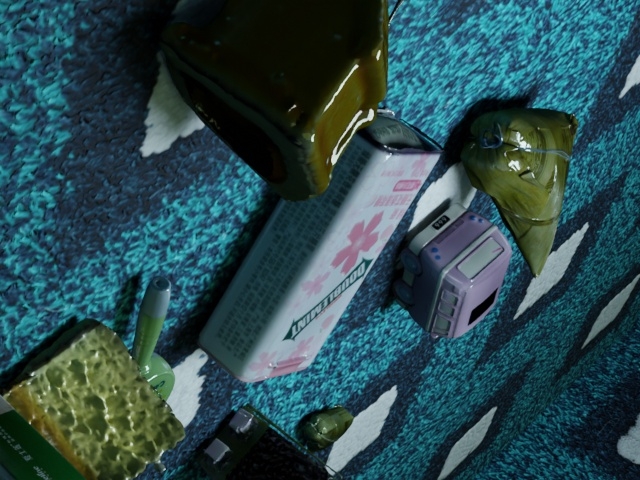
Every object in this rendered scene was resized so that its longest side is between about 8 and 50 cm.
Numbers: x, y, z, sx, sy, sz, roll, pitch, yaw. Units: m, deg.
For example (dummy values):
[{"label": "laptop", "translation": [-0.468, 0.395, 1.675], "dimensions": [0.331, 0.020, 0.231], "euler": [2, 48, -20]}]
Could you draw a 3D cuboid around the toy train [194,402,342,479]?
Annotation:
[{"label": "toy train", "translation": [-0.061, 0.373, 2.214], "dimensions": [0.134, 0.261, 0.177], "euler": [-47, 146, -14]}]

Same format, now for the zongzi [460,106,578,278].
[{"label": "zongzi", "translation": [0.295, -0.064, 2.275], "dimensions": [0.251, 0.125, 0.274], "euler": [-9, 107, -57]}]

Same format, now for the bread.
[{"label": "bread", "translation": [-0.304, 0.219, 1.613], "dimensions": [0.266, 0.142, 0.178], "euler": [-39, 117, -26]}]

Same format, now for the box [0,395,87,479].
[{"label": "box", "translation": [-0.333, 0.226, 1.429], "dimensions": [0.081, 0.199, 0.135], "euler": [-21, 146, -59]}]

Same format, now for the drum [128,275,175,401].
[{"label": "drum", "translation": [-0.225, 0.148, 1.747], "dimensions": [0.130, 0.049, 0.253], "euler": [-41, 158, -27]}]

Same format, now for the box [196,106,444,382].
[{"label": "box", "translation": [0.000, 0.000, 1.901], "dimensions": [0.369, 0.112, 0.190], "euler": [-59, 159, 17]}]

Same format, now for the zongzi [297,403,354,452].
[{"label": "zongzi", "translation": [-0.011, 0.337, 2.550], "dimensions": [0.119, 0.055, 0.109], "euler": [-47, 161, 24]}]

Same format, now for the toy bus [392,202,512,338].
[{"label": "toy bus", "translation": [0.211, 0.057, 2.397], "dimensions": [0.142, 0.142, 0.202], "euler": [-41, 159, -27]}]

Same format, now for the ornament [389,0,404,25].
[{"label": "ornament", "translation": [0.101, -0.304, 1.698], "dimensions": [0.125, 0.028, 0.073], "euler": [-49, 161, 1]}]

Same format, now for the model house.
[{"label": "model house", "translation": [-0.014, -0.188, 1.480], "dimensions": [0.239, 0.173, 0.268], "euler": [-55, 168, -12]}]
